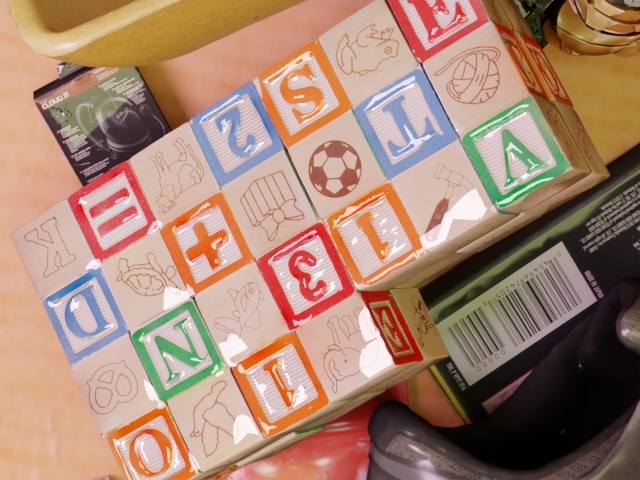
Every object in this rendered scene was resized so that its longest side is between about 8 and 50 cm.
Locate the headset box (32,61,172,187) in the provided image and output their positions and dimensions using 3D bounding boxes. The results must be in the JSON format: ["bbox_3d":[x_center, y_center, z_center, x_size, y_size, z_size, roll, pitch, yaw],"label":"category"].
[{"bbox_3d":[-0.124,-0.070,0.952,0.062,0.032,0.083,-29,108,-2],"label":"headset box"}]

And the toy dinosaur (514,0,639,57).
[{"bbox_3d":[0.156,-0.185,0.939,0.322,0.164,0.218,4,121,-30],"label":"toy dinosaur"}]

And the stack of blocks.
[{"bbox_3d":[0.000,0.000,0.883,0.297,0.087,0.171,-31,78,19],"label":"stack of blocks"}]

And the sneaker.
[{"bbox_3d":[0.247,0.111,0.958,0.482,0.185,0.202,-15,99,-15],"label":"sneaker"}]

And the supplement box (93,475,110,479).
[{"bbox_3d":[-0.168,0.193,1.015,0.098,0.036,0.062,-16,108,-6],"label":"supplement box"}]

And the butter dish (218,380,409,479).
[{"bbox_3d":[-0.013,0.159,0.992,0.160,0.118,0.160,-4,106,-9],"label":"butter dish"}]

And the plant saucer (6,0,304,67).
[{"bbox_3d":[-0.018,-0.232,0.812,0.332,0.333,0.081,-24,140,-4],"label":"plant saucer"}]

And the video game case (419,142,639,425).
[{"bbox_3d":[0.223,0.070,1.057,0.275,0.035,0.248,-34,108,-1],"label":"video game case"}]
